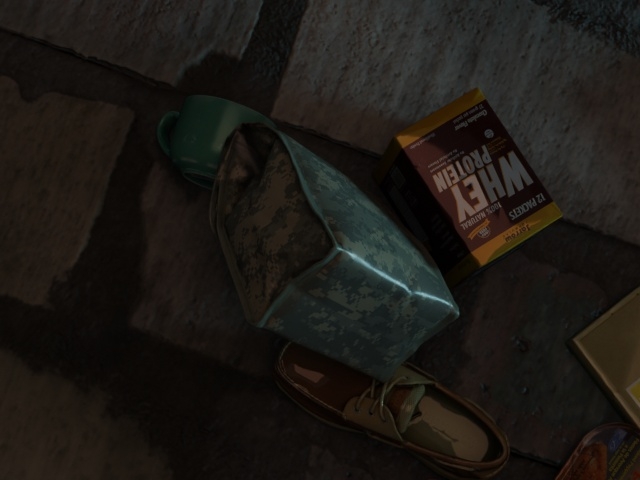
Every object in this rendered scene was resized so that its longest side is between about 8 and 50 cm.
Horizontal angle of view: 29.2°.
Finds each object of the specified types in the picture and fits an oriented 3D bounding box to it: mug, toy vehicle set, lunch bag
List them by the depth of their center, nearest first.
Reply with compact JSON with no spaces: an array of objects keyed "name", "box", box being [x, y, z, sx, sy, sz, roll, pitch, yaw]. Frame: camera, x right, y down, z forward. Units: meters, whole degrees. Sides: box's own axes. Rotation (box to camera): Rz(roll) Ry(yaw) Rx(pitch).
[{"name":"lunch bag","box":[0.000,0.000,1.507,0.169,0.235,0.287,-44,44,20]},{"name":"mug","box":[-0.138,-0.119,1.614,0.129,0.158,0.097,23,77,-26]},{"name":"toy vehicle set","box":[0.473,0.193,1.645,0.166,0.035,0.267,-34,83,-12]}]

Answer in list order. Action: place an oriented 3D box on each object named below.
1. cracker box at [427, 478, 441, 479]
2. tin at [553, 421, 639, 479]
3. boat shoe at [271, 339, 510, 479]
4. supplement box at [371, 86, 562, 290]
[{"name":"cracker box","box":[0.240,0.389,1.519,0.232,0.067,0.155,5,76,20]},{"name":"tin","box":[0.358,0.322,1.579,0.106,0.040,0.189,27,72,40]},{"name":"boat shoe","box":[0.098,0.203,1.560,0.324,0.120,0.122,24,76,0]},{"name":"supplement box","box":[0.183,-0.060,1.592,0.129,0.191,0.194,-31,83,-12]}]
